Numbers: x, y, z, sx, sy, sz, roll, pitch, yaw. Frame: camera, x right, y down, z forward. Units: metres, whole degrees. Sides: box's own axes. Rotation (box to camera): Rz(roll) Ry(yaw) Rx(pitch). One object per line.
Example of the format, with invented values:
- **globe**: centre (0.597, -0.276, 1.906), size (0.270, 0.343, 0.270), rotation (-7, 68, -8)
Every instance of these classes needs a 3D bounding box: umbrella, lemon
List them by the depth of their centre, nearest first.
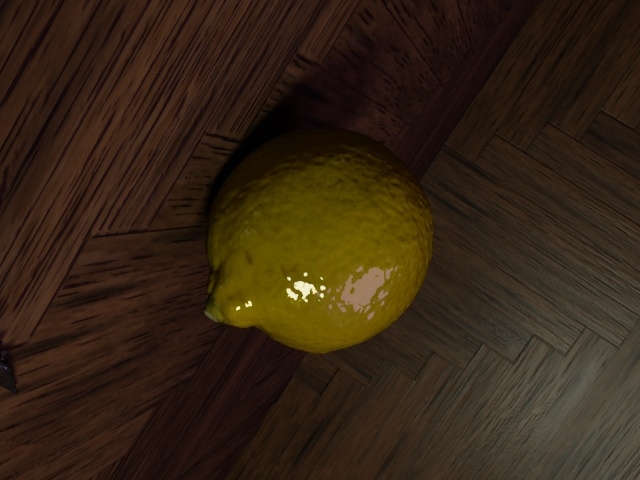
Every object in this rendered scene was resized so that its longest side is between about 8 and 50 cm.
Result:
- **umbrella**: centre (-0.195, 0.077, 0.516), size (0.022, 0.013, 0.122), rotation (-40, 167, -18)
- **lemon**: centre (0.000, 0.000, 0.709), size (0.244, 0.187, 0.187), rotation (-30, 155, -46)
